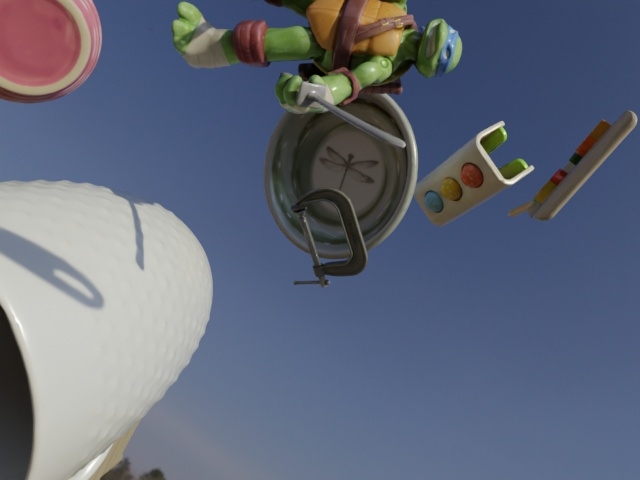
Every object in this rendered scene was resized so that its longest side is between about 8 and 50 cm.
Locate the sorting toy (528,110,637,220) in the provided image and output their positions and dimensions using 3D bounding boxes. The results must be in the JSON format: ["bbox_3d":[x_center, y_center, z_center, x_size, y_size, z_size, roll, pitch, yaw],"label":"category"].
[{"bbox_3d":[0.399,-0.113,0.858,0.038,0.193,0.208,41,14,10],"label":"sorting toy"}]

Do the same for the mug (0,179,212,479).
[{"bbox_3d":[-0.275,0.120,0.564,0.275,0.328,0.375,16,-75,15],"label":"mug"}]

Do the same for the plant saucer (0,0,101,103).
[{"bbox_3d":[-0.650,-0.455,1.196,0.084,0.332,0.332,44,-16,40],"label":"plant saucer"}]

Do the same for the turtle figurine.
[{"bbox_3d":[-0.006,-0.221,0.484,0.266,0.275,0.198,14,-66,15],"label":"turtle figurine"}]

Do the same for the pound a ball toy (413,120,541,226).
[{"bbox_3d":[0.355,-0.108,1.198,0.208,0.135,0.319,58,-24,4],"label":"pound a ball toy"}]

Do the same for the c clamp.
[{"bbox_3d":[0.000,0.000,0.784,0.137,0.022,0.161,1,-65,29],"label":"c clamp"}]

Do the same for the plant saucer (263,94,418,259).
[{"bbox_3d":[0.051,-0.157,1.246,0.400,0.401,0.100,2,1,33],"label":"plant saucer"}]

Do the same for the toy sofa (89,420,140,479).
[{"bbox_3d":[-0.520,0.424,1.185,0.150,0.177,0.363,41,-52,9],"label":"toy sofa"}]
